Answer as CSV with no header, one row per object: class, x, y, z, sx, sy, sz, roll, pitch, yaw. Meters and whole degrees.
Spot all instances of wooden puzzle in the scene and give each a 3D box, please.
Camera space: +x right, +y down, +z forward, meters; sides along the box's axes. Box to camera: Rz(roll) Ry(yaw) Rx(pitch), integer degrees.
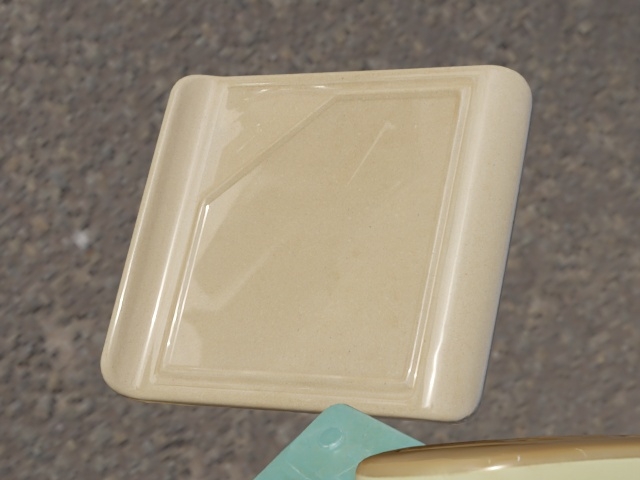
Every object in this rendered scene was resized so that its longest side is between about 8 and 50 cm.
wooden puzzle,0.000,0.000,1.020,0.044,0.239,0.221,47,51,-58

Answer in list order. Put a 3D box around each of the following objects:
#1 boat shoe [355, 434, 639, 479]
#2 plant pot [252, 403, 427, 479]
boat shoe,0.134,0.105,0.457,0.285,0.105,0.089,13,79,-30
plant pot,0.047,0.194,0.709,0.166,0.165,0.234,-42,128,-22
